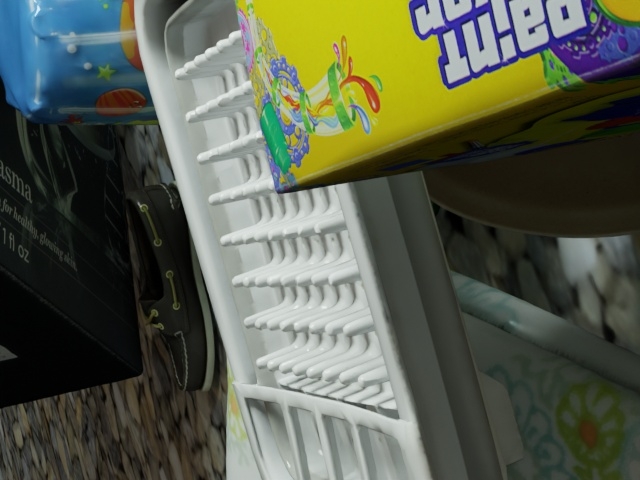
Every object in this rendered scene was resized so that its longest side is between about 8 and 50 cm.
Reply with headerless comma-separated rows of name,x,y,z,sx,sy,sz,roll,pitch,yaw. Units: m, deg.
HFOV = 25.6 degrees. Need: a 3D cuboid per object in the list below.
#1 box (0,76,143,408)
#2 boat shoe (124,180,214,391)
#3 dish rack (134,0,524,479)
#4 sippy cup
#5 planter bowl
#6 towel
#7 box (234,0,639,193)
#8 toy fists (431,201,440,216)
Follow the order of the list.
box,-0.398,-0.120,1.328,0.480,0.297,0.472,57,-159,-66
boat shoe,-0.158,0.053,1.466,0.081,0.068,0.228,14,113,64
dish rack,0.000,0.000,0.720,0.285,0.072,0.333,174,79,-72
sippy cup,-0.152,-0.192,1.160,0.305,0.224,0.240,122,133,-57
planter bowl,0.125,-0.084,0.710,0.162,0.162,0.109,134,149,-61
towel,0.074,0.172,0.880,0.374,0.090,0.320,24,122,41
box,0.145,-0.138,0.461,0.290,0.279,0.177,166,93,-67
toy fists,0.014,-0.102,0.916,0.142,0.096,0.279,53,173,23
